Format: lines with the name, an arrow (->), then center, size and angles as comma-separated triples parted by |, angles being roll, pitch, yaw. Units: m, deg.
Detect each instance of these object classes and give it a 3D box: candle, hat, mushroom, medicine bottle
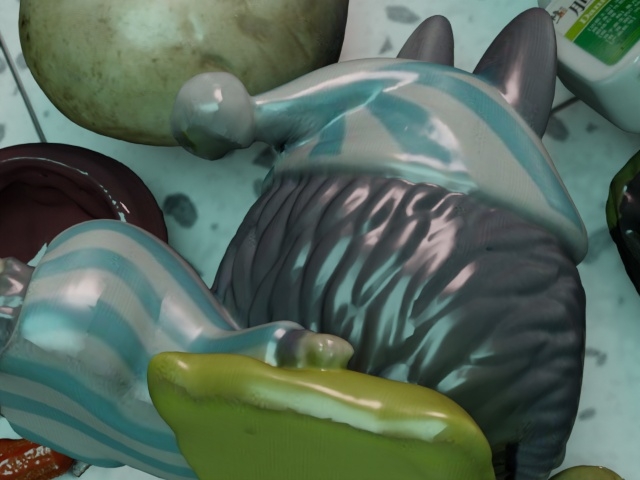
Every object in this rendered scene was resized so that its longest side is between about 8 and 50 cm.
candle -> -0.230, 0.170, 0.866 | 0.162, 0.048, 0.053 | -23, 101, 6
hat -> -0.208, 0.023, 0.877 | 0.205, 0.089, 0.205 | -2, 78, 10
mushroom -> -0.103, -0.179, 0.851 | 0.255, 0.184, 0.255 | -5, 73, 16
medicine bottle -> 0.207, -0.145, 0.768 | 0.119, 0.069, 0.183 | -40, 26, 7

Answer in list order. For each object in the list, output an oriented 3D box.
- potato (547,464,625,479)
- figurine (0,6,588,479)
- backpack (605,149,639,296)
potato -> 0.158, 0.211, 0.738 | 0.091, 0.070, 0.138 | 27, 74, -10
figurine -> 0.000, 0.000, 0.759 | 0.361, 0.266, 0.377 | 19, 55, 3
backpack -> 0.315, 0.009, 0.718 | 0.207, 0.140, 0.253 | -40, 76, 3
